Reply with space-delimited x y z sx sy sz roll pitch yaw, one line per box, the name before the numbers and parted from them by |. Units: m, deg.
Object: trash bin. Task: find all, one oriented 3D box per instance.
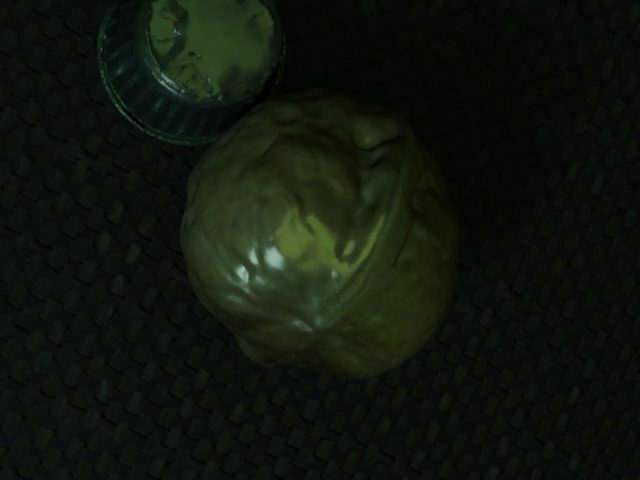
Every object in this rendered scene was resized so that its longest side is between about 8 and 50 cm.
trash bin | -0.105 -0.169 0.952 0.176 0.161 0.175 -1 94 -10

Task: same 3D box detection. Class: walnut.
walnut | 0.002 -0.001 0.940 0.248 0.248 0.248 -1 94 -12
